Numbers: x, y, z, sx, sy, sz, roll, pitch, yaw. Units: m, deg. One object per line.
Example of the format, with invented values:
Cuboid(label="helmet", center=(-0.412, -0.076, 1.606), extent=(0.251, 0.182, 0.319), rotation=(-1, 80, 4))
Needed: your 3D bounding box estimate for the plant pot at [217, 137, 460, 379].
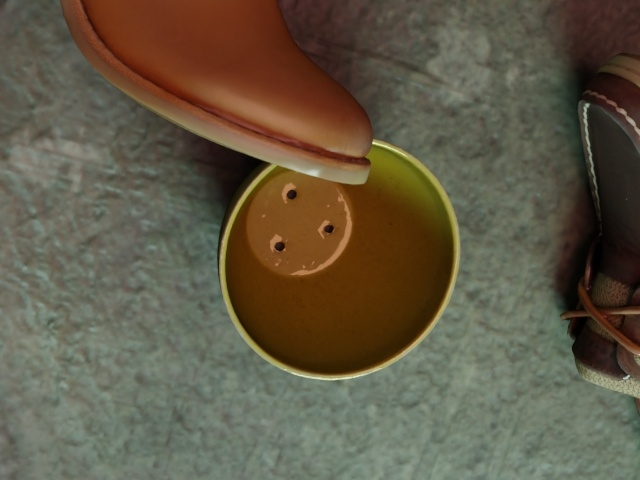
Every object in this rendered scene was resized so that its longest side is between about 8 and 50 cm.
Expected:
Cuboid(label="plant pot", center=(0.000, 0.000, 0.685), extent=(0.134, 0.095, 0.134), rotation=(-4, 104, -15))

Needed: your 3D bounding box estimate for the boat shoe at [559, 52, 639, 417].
Cuboid(label="boat shoe", center=(0.217, 0.054, 0.753), extent=(0.123, 0.123, 0.342), rotation=(-29, 116, -9))

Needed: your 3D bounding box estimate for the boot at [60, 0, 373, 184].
Cuboid(label="boot", center=(-0.045, -0.178, 0.576), extent=(0.283, 0.109, 0.220), rotation=(38, 101, 17))
